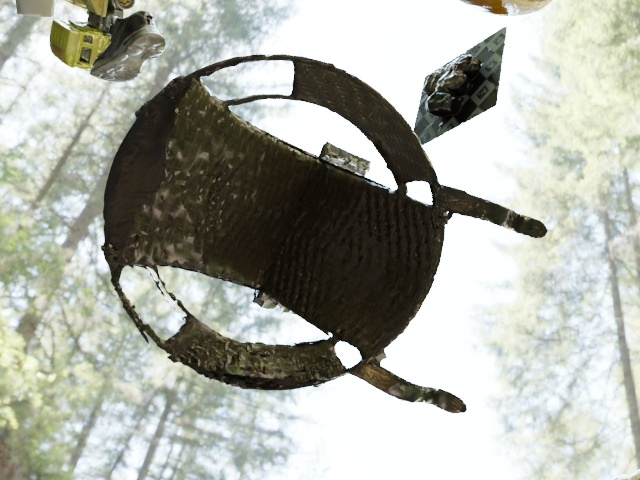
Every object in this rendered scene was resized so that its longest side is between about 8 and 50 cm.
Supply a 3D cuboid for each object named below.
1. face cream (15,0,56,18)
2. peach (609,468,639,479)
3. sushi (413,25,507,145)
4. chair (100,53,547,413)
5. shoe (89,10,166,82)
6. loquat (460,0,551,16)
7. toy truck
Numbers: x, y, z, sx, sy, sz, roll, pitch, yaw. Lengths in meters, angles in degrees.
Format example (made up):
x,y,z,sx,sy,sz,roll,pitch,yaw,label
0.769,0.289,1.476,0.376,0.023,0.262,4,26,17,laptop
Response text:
x,y,z,sx,sy,sz,roll,pitch,yaw,label
-0.345,-0.366,0.944,0.051,0.072,0.182,10,-76,15,face cream
0.425,0.368,0.971,0.179,0.103,0.179,6,-75,22,peach
0.255,-0.310,1.531,0.047,0.220,0.231,33,-36,-26,sushi
0.000,0.000,0.434,0.149,0.174,0.213,29,6,39,chair
-0.333,-0.339,1.318,0.169,0.099,0.071,-25,-20,35,shoe
0.334,-0.507,1.400,0.238,0.238,0.193,3,-85,13,loquat
-0.488,-0.491,1.622,0.124,0.157,0.272,37,-62,40,toy truck
